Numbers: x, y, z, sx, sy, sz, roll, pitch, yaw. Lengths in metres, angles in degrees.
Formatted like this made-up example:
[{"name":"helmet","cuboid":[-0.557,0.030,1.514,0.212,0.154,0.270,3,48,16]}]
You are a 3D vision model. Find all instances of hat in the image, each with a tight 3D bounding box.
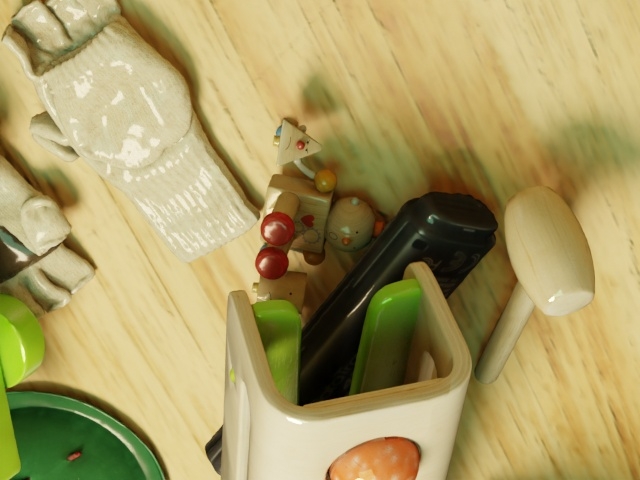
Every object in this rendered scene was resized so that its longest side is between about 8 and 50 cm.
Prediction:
[{"name":"hat","cuboid":[-0.237,0.227,1.110,0.209,0.183,0.173,-1,119,17]}]

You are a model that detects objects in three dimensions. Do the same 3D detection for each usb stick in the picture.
[{"name":"usb stick","cuboid":[0.015,0.071,1.017,0.077,0.045,0.278,9,133,-37]}]

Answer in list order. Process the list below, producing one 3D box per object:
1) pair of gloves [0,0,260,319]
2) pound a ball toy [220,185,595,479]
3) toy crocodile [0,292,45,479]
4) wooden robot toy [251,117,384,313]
[{"name":"pair of gloves","cuboid":[-0.181,-0.049,1.018,0.240,0.042,0.204,-20,112,25]},{"name":"pound a ball toy","cuboid":[0.052,0.130,0.955,0.208,0.135,0.319,-9,140,-14]},{"name":"toy crocodile","cuboid":[-0.270,0.026,1.005,0.105,0.115,0.340,2,115,29]},{"name":"wooden robot toy","cuboid":[0.000,0.000,0.980,0.079,0.076,0.173,8,122,-1]}]
